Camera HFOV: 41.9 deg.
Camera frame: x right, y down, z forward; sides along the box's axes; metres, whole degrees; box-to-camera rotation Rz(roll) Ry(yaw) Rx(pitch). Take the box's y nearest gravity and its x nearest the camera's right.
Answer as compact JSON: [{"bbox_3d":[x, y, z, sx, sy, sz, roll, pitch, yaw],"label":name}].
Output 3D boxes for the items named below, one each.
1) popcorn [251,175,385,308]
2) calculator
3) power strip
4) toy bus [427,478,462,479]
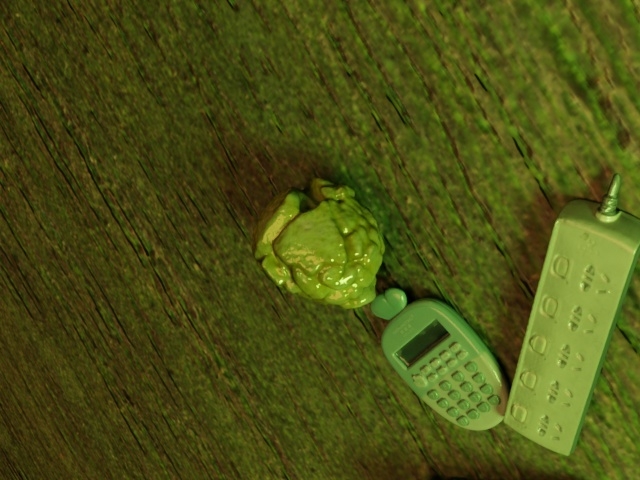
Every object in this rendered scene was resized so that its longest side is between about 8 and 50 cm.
[{"bbox_3d":[0.000,0.000,0.724,0.120,0.116,0.106,19,97,64],"label":"popcorn"},{"bbox_3d":[0.104,0.102,0.735,0.153,0.021,0.095,50,133,9],"label":"calculator"},{"bbox_3d":[0.192,0.065,0.638,0.060,0.027,0.253,25,125,30],"label":"power strip"},{"bbox_3d":[0.157,0.264,0.722,0.194,0.089,0.087,-13,102,42],"label":"toy bus"}]
